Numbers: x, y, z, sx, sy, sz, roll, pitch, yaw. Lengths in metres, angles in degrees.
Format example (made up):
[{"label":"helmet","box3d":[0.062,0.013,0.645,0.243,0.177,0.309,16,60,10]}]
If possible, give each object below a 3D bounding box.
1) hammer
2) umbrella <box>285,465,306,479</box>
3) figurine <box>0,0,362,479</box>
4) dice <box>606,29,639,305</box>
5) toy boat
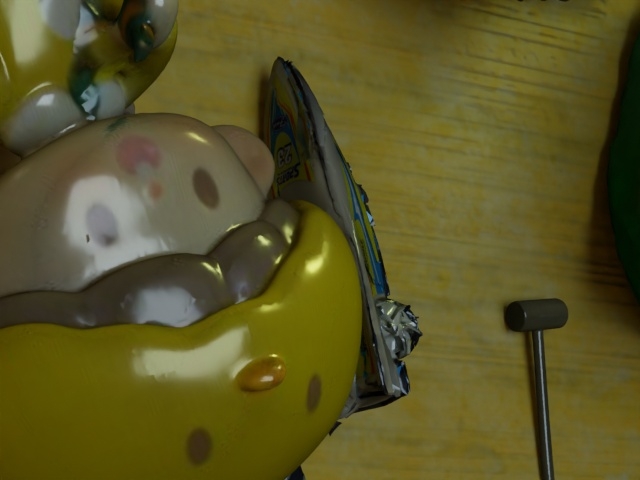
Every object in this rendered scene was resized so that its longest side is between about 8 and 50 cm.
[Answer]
[{"label":"hammer","box3d":[0.134,0.090,1.041,0.035,0.019,0.110,-4,88,-35]},{"label":"umbrella","box3d":[-0.018,0.161,0.910,0.050,0.046,0.188,-19,97,-17]},{"label":"figurine","box3d":[-0.103,-0.034,0.799,0.215,0.187,0.343,-14,86,-27]},{"label":"dice","box3d":[0.372,-0.055,1.061,0.287,0.297,0.300,24,70,-26]},{"label":"toy boat","box3d":[0.000,0.000,0.931,0.066,0.084,0.210,-3,75,-40]}]
